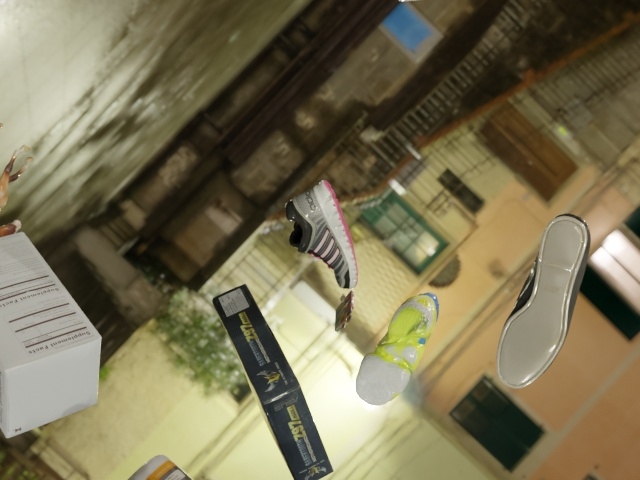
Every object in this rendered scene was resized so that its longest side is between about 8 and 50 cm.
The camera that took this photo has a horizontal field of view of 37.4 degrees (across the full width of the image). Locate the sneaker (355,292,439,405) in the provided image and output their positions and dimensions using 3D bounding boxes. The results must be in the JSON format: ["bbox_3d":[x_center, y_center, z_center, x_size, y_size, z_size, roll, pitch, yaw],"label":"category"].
[{"bbox_3d":[0.150,0.190,1.693,0.240,0.091,0.126,-59,168,29],"label":"sneaker"}]

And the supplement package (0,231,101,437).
[{"bbox_3d":[-0.419,0.124,1.301,0.134,0.244,0.139,-19,139,-35],"label":"supplement package"}]

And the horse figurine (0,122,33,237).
[{"bbox_3d":[-0.573,-0.113,1.596,0.174,0.066,0.263,-62,155,-16],"label":"horse figurine"}]

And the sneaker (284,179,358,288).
[{"bbox_3d":[0.000,0.000,1.214,0.075,0.170,0.063,-17,-140,5],"label":"sneaker"}]

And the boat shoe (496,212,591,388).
[{"bbox_3d":[0.419,0.113,1.741,0.095,0.112,0.335,-3,112,-66],"label":"boat shoe"}]

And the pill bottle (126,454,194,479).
[{"bbox_3d":[-0.197,0.474,1.446,0.162,0.278,0.162,-48,170,-11],"label":"pill bottle"}]

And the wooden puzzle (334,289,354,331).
[{"bbox_3d":[0.037,0.109,1.461,0.049,0.006,0.083,-54,-160,35],"label":"wooden puzzle"}]

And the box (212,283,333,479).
[{"bbox_3d":[-0.067,0.197,1.301,0.059,0.183,0.232,-25,-140,-7],"label":"box"}]
